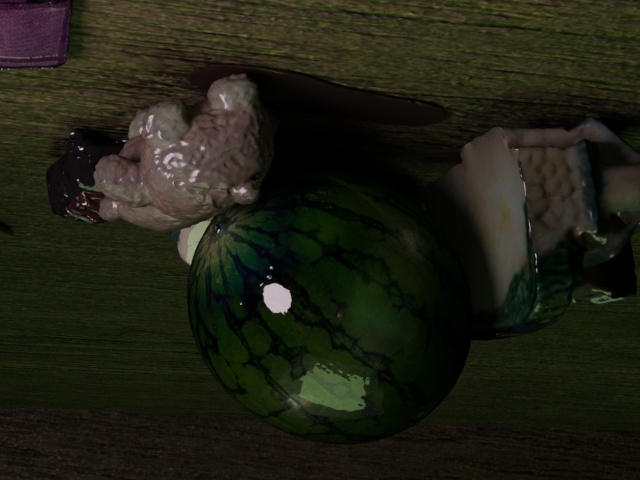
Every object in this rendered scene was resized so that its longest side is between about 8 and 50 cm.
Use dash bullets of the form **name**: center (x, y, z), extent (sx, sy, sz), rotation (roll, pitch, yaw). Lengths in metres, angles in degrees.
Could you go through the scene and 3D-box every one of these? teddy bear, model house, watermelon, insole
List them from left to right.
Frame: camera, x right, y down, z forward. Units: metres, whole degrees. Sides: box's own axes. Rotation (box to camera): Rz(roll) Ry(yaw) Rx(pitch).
- **teddy bear**: center (-0.149, -0.093, 1.771), extent (0.236, 0.151, 0.267), rotation (-22, -174, -21)
- **insole**: center (-0.001, -0.166, 1.792), extent (0.327, 0.007, 0.111), rotation (8, 164, -25)
- **watermelon**: center (0.011, 0.077, 1.865), extent (0.363, 0.363, 0.363), rotation (0, 164, 0)
- **model house**: center (0.312, -0.019, 1.907), extent (0.284, 0.243, 0.298), rotation (-10, 174, -19)

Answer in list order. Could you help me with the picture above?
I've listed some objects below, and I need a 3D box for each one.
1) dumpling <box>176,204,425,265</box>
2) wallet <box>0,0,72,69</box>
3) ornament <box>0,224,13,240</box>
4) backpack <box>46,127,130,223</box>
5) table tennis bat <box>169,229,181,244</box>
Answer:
- **dumpling**: center (-0.003, -0.002, 2.103), extent (0.341, 0.181, 0.260), rotation (35, 131, -15)
- **wallet**: center (-0.313, -0.215, 1.578), extent (0.111, 0.030, 0.166), rotation (4, 163, -10)
- **ornament**: center (-0.547, -0.015, 2.212), extent (0.230, 0.061, 0.245), rotation (-8, 165, 19)
- **backpack**: center (-0.281, -0.071, 1.941), extent (0.120, 0.106, 0.165), rotation (2, 161, -23)
- **table tennis bat**: center (-0.110, 0.007, 2.336), extent (0.244, 0.040, 0.153), rotation (11, 162, -22)
